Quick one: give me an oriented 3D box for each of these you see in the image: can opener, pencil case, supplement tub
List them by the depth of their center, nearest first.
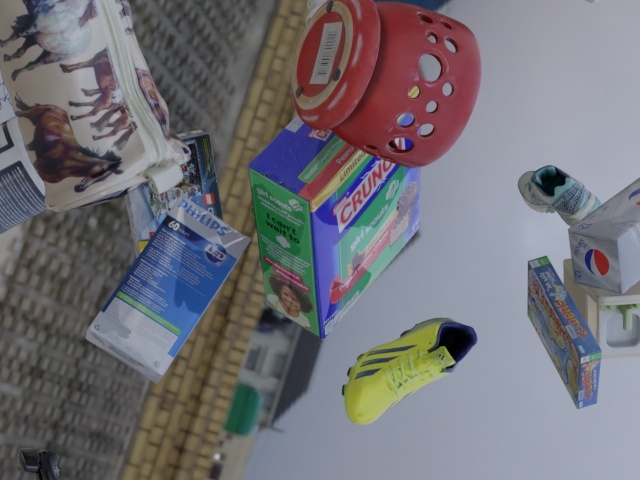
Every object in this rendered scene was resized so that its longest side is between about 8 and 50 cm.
[{"bbox_3d":[-0.263,-0.230,1.188,0.183,0.160,0.410,-16,-87,52],"label":"pencil case"},{"bbox_3d":[-0.470,0.419,1.962,0.186,0.073,0.059,44,-50,54],"label":"can opener"},{"bbox_3d":[-0.616,-0.126,2.245,0.272,0.191,0.191,-28,-176,-2],"label":"supplement tub"}]

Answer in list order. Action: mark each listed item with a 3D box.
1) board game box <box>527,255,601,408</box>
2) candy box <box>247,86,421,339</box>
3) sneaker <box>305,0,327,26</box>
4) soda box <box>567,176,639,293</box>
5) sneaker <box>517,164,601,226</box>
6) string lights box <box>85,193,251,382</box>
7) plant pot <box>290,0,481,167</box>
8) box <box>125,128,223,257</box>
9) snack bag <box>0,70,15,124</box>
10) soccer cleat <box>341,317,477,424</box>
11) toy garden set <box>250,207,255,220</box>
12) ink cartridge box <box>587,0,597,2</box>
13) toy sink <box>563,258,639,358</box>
[{"bbox_3d":[0.373,0.140,1.768,0.136,0.035,0.201,80,-8,-46],"label":"board game box"},{"bbox_3d":[0.030,-0.060,1.636,0.268,0.122,0.317,-48,151,-29],"label":"candy box"},{"bbox_3d":[0.005,-0.304,1.499,0.054,0.061,0.152,-66,172,32],"label":"sneaker"},{"bbox_3d":[0.506,-0.028,1.775,0.286,0.091,0.098,-30,120,-34],"label":"soda box"},{"bbox_3d":[0.511,-0.126,2.530,0.110,0.122,0.283,-47,-156,-3],"label":"sneaker"},{"bbox_3d":[-0.233,0.073,1.765,0.260,0.133,0.077,-58,-177,-22],"label":"string lights box"},{"bbox_3d":[0.069,-0.198,1.374,0.191,0.174,0.191,-34,-131,50],"label":"plant pot"},{"bbox_3d":[-0.257,-0.065,2.007,0.044,0.159,0.233,-146,-135,-62],"label":"box"},{"bbox_3d":[-0.783,-0.321,2.594,0.037,0.342,0.323,-54,132,-72],"label":"snack bag"},{"bbox_3d":[0.143,0.199,1.806,0.289,0.121,0.093,-31,109,-45],"label":"soccer cleat"},{"bbox_3d":[0.000,0.000,2.175,0.203,0.244,0.049,-31,163,26],"label":"toy garden set"},{"bbox_3d":[0.453,-0.583,1.924,0.198,0.197,0.270,-35,143,-38],"label":"ink cartridge box"},{"bbox_3d":[0.506,0.117,1.908,0.234,0.152,0.131,-101,-173,-76],"label":"toy sink"}]
